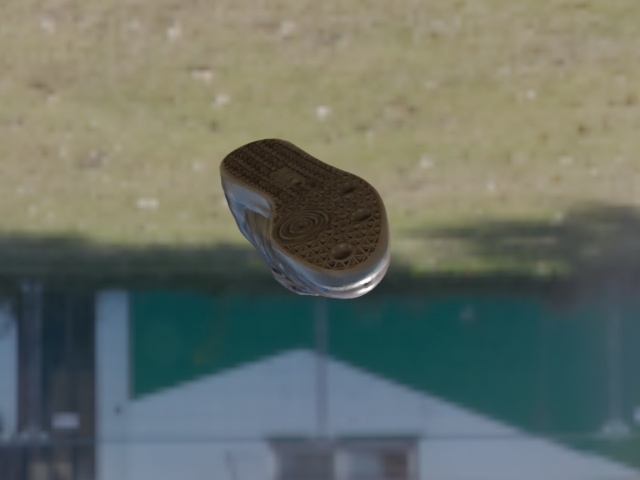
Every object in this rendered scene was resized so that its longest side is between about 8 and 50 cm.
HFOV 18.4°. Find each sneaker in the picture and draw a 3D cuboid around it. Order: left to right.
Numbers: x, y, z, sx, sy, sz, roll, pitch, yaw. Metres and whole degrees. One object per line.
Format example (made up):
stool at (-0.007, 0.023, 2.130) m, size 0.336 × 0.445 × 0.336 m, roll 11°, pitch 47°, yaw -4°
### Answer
sneaker at (0.000, 0.000, 1.122) m, size 0.066 × 0.071 × 0.188 m, roll -26°, pitch -151°, yaw -9°
